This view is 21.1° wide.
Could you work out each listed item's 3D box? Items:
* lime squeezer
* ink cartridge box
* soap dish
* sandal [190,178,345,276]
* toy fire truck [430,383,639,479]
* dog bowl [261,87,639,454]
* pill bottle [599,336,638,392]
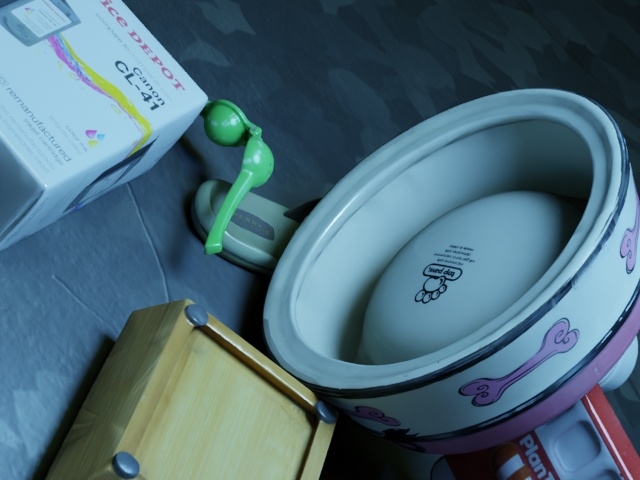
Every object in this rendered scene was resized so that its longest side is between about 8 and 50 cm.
[{"bbox_3d":[-0.115,-0.100,1.853,0.059,0.110,0.310,79,-11,-50],"label":"lime squeezer"},{"bbox_3d":[-0.285,-0.141,1.676,0.226,0.131,0.306,48,34,2],"label":"ink cartridge box"},{"bbox_3d":[-0.108,0.202,1.524,0.229,0.118,0.291,39,35,-13],"label":"soap dish"},{"bbox_3d":[-0.001,0.001,1.888,0.303,0.086,0.120,20,39,-34],"label":"sandal"},{"bbox_3d":[0.230,0.300,1.681,0.169,0.254,0.302,3,53,-48],"label":"toy fire truck"},{"bbox_3d":[0.150,0.039,1.712,0.150,0.408,0.408,52,27,-31],"label":"dog bowl"},{"bbox_3d":[0.258,0.108,2.028,0.246,0.136,0.136,18,42,-37],"label":"pill bottle"}]
